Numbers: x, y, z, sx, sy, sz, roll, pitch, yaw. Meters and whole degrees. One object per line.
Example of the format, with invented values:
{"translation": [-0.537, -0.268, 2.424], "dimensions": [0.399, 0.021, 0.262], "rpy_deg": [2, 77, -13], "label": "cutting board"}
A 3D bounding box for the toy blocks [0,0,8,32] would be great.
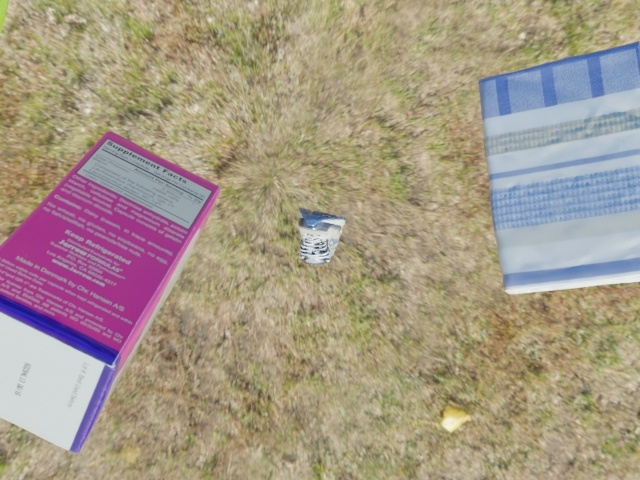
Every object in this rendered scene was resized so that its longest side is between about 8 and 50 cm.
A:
{"translation": [-0.224, -0.077, 0.120], "dimensions": [0.381, 0.261, 0.191], "rpy_deg": [11, 102, -37], "label": "toy blocks"}

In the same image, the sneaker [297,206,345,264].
{"translation": [0.000, 0.000, 0.855], "dimensions": [0.052, 0.135, 0.058], "rpy_deg": [12, 84, 10], "label": "sneaker"}

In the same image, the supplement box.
{"translation": [-0.175, 0.029, 0.590], "dimensions": [0.114, 0.220, 0.111], "rpy_deg": [28, 127, -5], "label": "supplement box"}

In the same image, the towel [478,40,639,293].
{"translation": [0.304, -0.082, 0.902], "dimensions": [0.209, 0.034, 0.285], "rpy_deg": [-10, 75, 20], "label": "towel"}
